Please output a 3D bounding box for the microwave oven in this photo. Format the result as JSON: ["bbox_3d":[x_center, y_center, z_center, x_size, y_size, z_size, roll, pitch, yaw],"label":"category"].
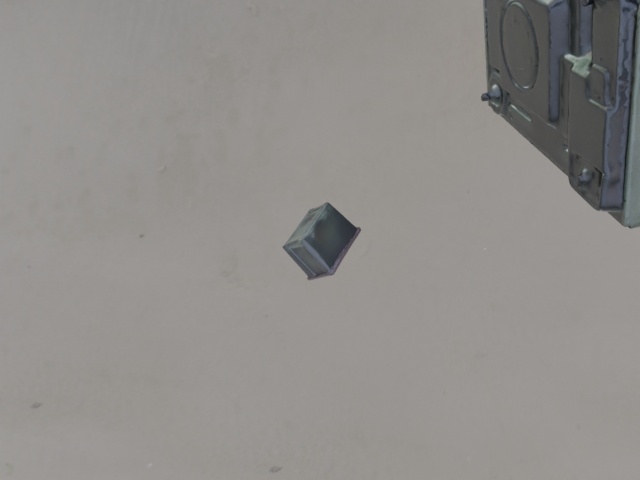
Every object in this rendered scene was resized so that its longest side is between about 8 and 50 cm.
[{"bbox_3d":[0.353,-0.254,0.782,0.246,0.394,0.333,-12,121,-3],"label":"microwave oven"}]

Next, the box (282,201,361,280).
[{"bbox_3d":[0.000,0.000,0.857,0.063,0.060,0.085,45,59,-19],"label":"box"}]
